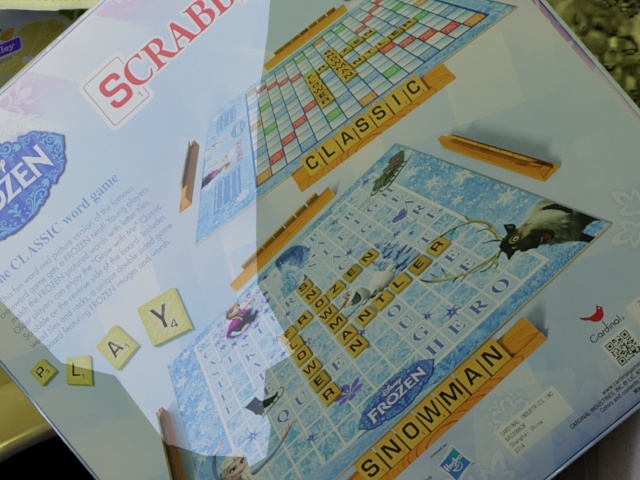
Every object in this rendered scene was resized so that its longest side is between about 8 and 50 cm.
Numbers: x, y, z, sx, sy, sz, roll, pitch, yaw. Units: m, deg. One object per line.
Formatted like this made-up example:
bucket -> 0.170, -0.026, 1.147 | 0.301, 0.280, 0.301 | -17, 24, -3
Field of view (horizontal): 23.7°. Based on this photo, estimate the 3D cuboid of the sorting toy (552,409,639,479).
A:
sorting toy -> 0.134, 0.149, 0.874 | 0.041, 0.229, 0.307 | 2, 89, -8

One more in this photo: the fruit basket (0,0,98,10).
fruit basket -> -0.131, -0.266, 1.021 | 0.353, 0.165, 0.327 | 0, 56, 23

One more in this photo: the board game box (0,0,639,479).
board game box -> 0.000, 0.000, 0.750 | 0.319, 0.066, 0.318 | -40, 88, 7

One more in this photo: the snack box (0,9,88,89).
snack box -> -0.191, -0.174, 1.096 | 0.175, 0.070, 0.207 | -20, 56, 10

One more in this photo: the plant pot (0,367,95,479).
plant pot -> -0.235, 0.191, 1.065 | 0.280, 0.323, 0.323 | 36, 108, 46
